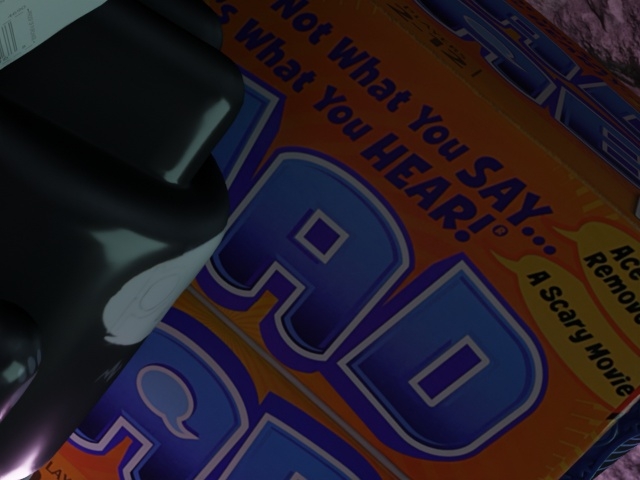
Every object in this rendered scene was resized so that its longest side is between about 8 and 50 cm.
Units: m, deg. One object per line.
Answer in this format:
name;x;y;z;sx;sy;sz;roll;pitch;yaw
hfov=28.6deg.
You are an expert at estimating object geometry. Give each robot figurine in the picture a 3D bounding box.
robot figurine;-0.153;0.002;0.533;0.278;0.173;0.209;-51;171;18

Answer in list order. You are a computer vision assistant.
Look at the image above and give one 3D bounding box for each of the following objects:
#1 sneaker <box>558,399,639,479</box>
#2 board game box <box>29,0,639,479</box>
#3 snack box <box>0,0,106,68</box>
sneaker;0.194;0.109;0.861;0.232;0.081;0.090;-43;-179;13
board game box;0.000;0.000;0.808;0.356;0.356;0.356;-51;176;22
snack box;-0.020;-0.171;0.372;0.322;0.060;0.187;-37;174;-15
